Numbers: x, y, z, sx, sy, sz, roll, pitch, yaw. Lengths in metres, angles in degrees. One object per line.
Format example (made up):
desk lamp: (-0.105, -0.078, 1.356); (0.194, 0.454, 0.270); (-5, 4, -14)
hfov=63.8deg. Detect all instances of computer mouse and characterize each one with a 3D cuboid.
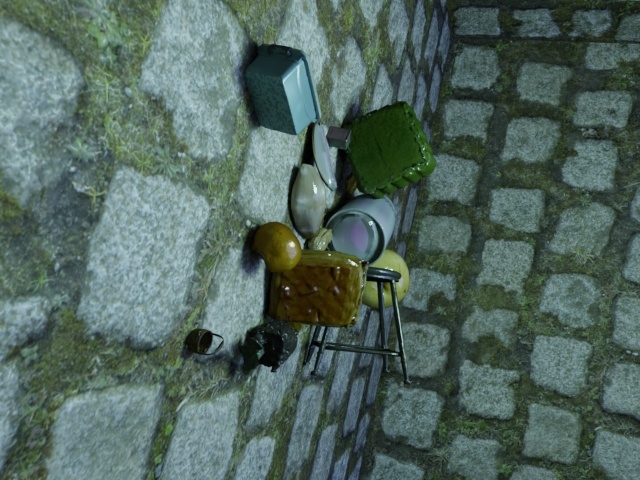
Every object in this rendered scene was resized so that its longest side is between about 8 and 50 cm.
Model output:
computer mouse: (0.006, -0.289, 1.789); (0.126, 0.056, 0.245); (25, 53, -80)

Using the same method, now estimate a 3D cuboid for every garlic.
garlic: (-0.039, -0.116, 1.782); (0.318, 0.112, 0.143); (93, 16, -50)

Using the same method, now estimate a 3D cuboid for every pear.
pear: (0.286, 0.179, 2.512); (0.309, 0.309, 0.310); (10, 90, -70)

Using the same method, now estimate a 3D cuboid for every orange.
orange: (-0.132, 0.023, 1.517); (0.134, 0.156, 0.157); (-35, 136, -34)

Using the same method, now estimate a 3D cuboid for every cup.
cup: (0.187, -0.061, 2.167); (0.371, 0.253, 0.254); (-47, 142, -61)

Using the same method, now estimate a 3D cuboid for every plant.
plant: (-0.164, 0.327, 1.590); (0.203, 0.131, 0.143); (-26, 127, -51)

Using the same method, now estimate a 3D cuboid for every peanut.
peanut: (0.000, 0.000, 1.958); (0.174, 0.080, 0.080); (-46, 142, -61)

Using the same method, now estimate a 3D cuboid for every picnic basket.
picnic basket: (-0.286, 0.258, 1.296); (0.072, 0.083, 0.072); (12, 90, -70)

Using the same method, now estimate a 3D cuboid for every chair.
chair: (0.144, 0.310, 1.995); (0.362, 0.364, 0.411); (128, -32, -80)

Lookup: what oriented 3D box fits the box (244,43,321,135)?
box: (-0.100, -0.400, 1.380); (0.130, 0.162, 0.227); (-55, 150, -28)

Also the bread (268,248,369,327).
bread: (-0.014, 0.144, 1.734); (0.167, 0.324, 0.278); (-118, -145, -64)

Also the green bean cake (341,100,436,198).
green bean cake: (0.268, -0.353, 2.065); (0.218, 0.334, 0.319); (9, 63, -65)

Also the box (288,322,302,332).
box: (-0.060, 0.195, 1.931); (0.152, 0.043, 0.269); (77, 31, -54)

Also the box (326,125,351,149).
box: (0.071, -0.386, 1.946); (0.063, 0.084, 0.060); (79, 28, -56)

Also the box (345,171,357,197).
box: (0.148, -0.263, 2.295); (0.156, 0.022, 0.089); (-53, 145, -52)
